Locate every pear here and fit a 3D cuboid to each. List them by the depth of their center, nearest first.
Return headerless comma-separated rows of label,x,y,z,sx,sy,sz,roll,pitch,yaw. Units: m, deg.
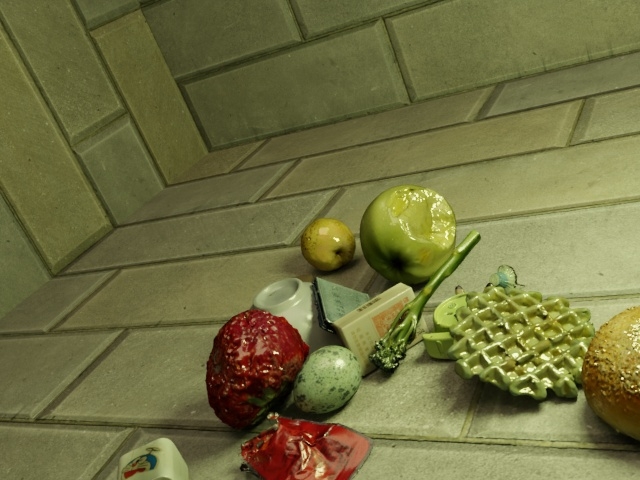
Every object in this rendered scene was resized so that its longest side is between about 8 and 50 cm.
pear,0.028,0.016,2.189,0.177,0.178,0.178,-19,23,9

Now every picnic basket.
picnic basket,0.452,0.102,1.720,0.083,0.083,0.065,16,-7,-40

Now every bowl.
bowl,-0.086,0.202,1.873,0.345,0.157,0.346,-19,24,9

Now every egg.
egg,0.013,0.312,1.568,0.172,0.132,0.132,-41,26,-10

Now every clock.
clock,0.338,0.179,1.633,0.170,0.069,0.232,-10,26,28

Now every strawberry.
strawberry,-0.156,0.282,1.628,0.274,0.274,0.220,-36,68,-27

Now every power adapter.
power adapter,-0.357,0.502,1.506,0.130,0.125,0.205,-25,24,-4

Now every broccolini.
broccolini,0.255,0.145,1.637,0.078,0.074,0.392,39,80,17

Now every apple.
apple,0.234,-0.015,1.925,0.279,0.279,0.279,-19,23,9

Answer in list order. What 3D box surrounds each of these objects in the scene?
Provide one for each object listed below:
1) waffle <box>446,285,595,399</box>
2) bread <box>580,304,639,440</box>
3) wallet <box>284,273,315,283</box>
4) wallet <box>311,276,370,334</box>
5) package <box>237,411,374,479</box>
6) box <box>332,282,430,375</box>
waffle,0.412,0.198,1.447,0.291,0.056,0.309,11,39,19
bread,0.599,0.208,1.212,0.305,0.159,0.306,-21,22,9
wallet,-0.084,0.152,2.131,0.117,0.039,0.153,-13,26,19
wallet,0.067,0.178,1.779,0.222,0.167,0.036,-102,35,-61
package,-0.045,0.434,1.441,0.269,0.071,0.194,9,53,46
box,0.145,0.208,1.662,0.201,0.141,0.058,-28,18,-16
